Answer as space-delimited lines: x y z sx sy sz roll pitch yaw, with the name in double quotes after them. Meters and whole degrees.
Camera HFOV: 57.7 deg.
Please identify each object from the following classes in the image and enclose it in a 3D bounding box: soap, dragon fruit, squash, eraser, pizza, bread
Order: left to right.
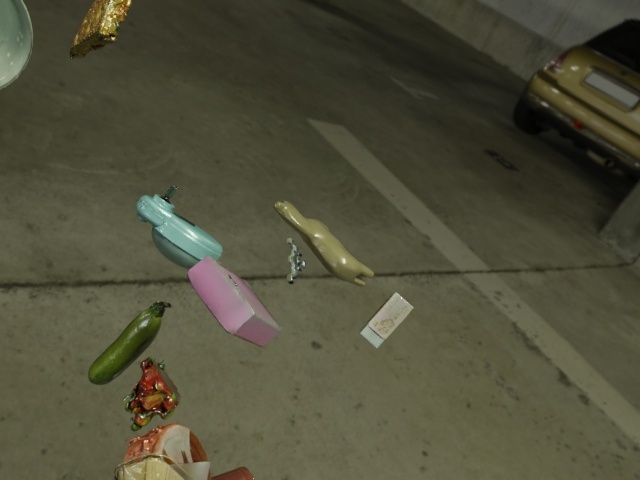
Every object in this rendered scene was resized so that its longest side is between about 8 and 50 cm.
-0.513 -0.532 1.396 0.058 0.292 0.197 27 23 -40 "pizza"
-0.513 0.277 1.578 0.087 0.331 0.087 41 14 -12 "squash"
-0.388 0.351 1.344 0.138 0.142 0.175 47 53 -4 "dragon fruit"
-0.290 0.469 1.128 0.211 0.143 0.224 -94 157 -57 "bread"
-0.196 0.149 1.364 0.181 0.081 0.259 50 -4 18 "soap"
0.099 0.120 0.877 0.038 0.083 0.019 41 -1 -5 "eraser"

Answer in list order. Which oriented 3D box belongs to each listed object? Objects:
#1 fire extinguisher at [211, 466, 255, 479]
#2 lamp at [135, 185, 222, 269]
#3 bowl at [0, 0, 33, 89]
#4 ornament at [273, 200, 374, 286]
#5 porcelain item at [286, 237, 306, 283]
-0.342 0.737 1.596 0.337 0.147 0.106 -1 18 -45 "fire extinguisher"
-0.396 -0.020 1.632 0.284 0.147 0.209 55 -8 -10 "lamp"
-0.777 -0.481 1.241 0.314 0.313 0.146 14 29 -25 "bowl"
0.000 0.000 1.347 0.230 0.061 0.245 49 10 27 "ornament"
-0.067 0.063 1.661 0.075 0.021 0.136 23 59 -49 "porcelain item"
